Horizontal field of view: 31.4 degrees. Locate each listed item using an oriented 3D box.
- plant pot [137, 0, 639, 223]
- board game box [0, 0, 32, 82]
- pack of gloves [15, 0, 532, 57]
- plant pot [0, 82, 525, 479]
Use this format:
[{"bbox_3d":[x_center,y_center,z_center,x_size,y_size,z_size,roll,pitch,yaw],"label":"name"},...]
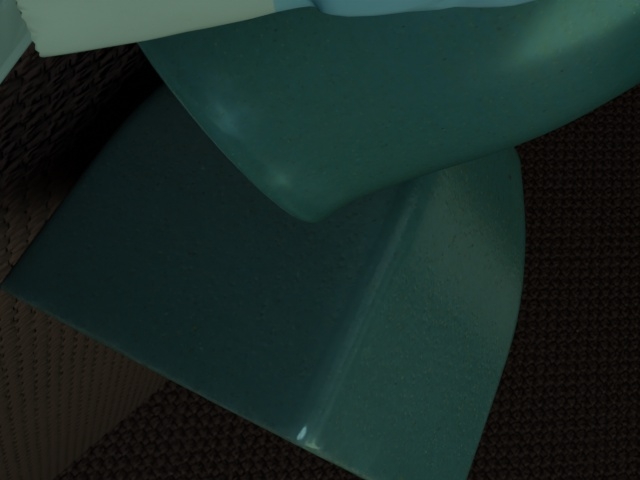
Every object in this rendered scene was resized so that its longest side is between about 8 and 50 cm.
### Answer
[{"bbox_3d":[0.042,-0.151,0.550,0.255,0.272,0.271,-36,175,10],"label":"plant pot"},{"bbox_3d":[-0.181,-0.049,0.271,0.390,0.050,0.390,-58,178,-17],"label":"board game box"},{"bbox_3d":[0.007,-0.104,0.344,0.232,0.046,0.195,-8,159,-2],"label":"pack of gloves"},{"bbox_3d":[0.000,0.000,0.752,0.252,0.247,0.247,-63,148,-9],"label":"plant pot"}]
